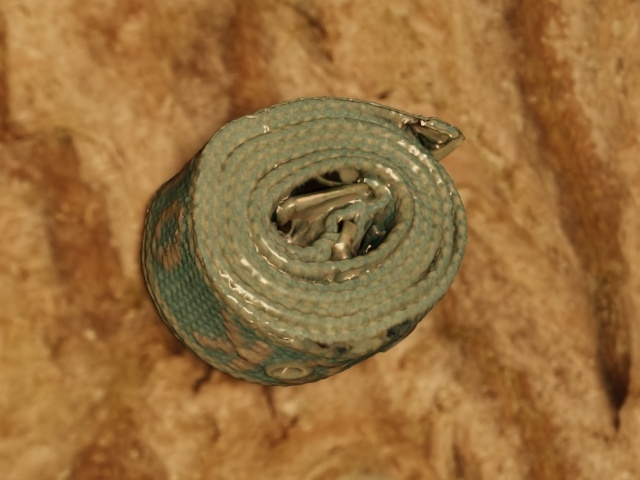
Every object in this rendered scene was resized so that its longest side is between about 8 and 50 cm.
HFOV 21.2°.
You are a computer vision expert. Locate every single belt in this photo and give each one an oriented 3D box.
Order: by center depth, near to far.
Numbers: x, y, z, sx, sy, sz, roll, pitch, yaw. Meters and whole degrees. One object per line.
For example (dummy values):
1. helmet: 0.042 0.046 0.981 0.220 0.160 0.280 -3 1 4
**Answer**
1. belt: -0.007 0.001 0.876 0.163 0.082 0.147 10 65 -26
